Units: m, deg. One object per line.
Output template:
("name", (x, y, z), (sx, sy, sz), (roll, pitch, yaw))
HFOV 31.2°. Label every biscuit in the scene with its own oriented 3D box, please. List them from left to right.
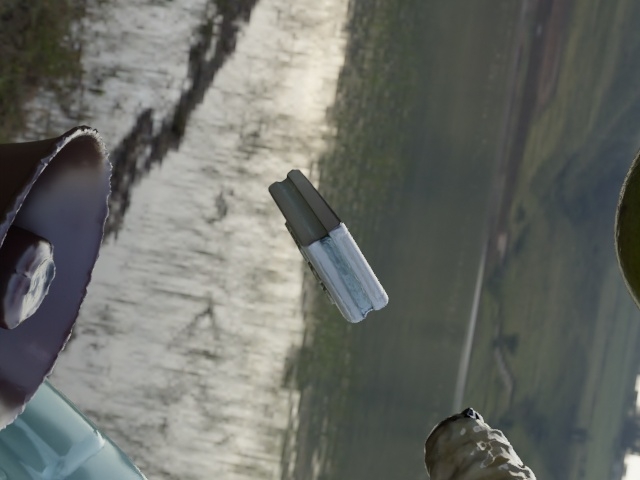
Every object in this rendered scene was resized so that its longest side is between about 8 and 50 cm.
("biscuit", (0.114, 0.170, 0.593), (0.219, 0.055, 0.061), (54, -6, 48))

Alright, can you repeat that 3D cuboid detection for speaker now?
("speaker", (-0.314, 0.013, 0.731), (0.198, 0.330, 0.259), (-66, 166, -47))

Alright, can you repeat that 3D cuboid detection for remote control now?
("remote control", (0.000, 0.000, 1.295), (0.103, 0.055, 0.277), (59, -2, -19))

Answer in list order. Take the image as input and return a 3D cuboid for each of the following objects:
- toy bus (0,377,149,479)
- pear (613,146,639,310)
("toy bus", (-0.259, 0.196, 0.946), (0.165, 0.271, 0.133), (-51, 173, 27))
("pear", (0.250, -0.032, 0.655), (0.180, 0.166, 0.216), (143, -60, -72))
